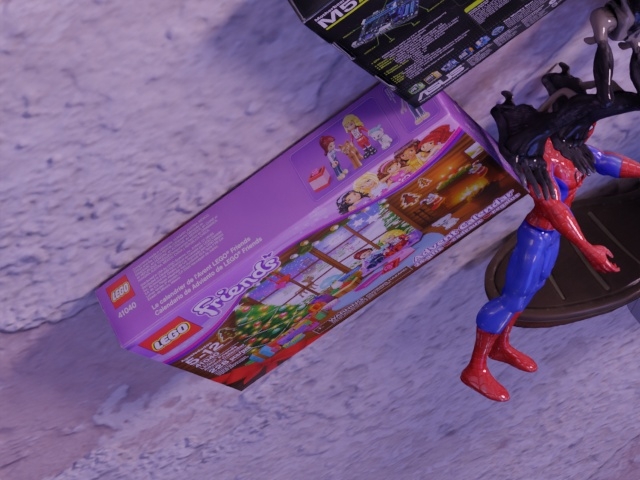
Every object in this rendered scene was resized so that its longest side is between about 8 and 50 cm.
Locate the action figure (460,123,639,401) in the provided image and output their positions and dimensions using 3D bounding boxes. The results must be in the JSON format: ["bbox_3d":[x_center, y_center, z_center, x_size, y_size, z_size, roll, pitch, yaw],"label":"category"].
[{"bbox_3d":[0.212,0.014,1.335,0.091,0.139,0.280,-39,144,-51],"label":"action figure"}]

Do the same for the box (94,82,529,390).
[{"bbox_3d":[0.000,0.000,1.230,0.293,0.057,0.201,-35,154,12],"label":"box"}]

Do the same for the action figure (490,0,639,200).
[{"bbox_3d":[0.253,-0.142,1.138,0.164,0.141,0.275,-15,154,-50],"label":"action figure"}]

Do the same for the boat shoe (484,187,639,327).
[{"bbox_3d":[0.292,0.010,1.506,0.307,0.110,0.104,-23,156,-11],"label":"boat shoe"}]

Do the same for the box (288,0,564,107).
[{"bbox_3d":[0.092,-0.175,1.015,0.191,0.045,0.184,-36,153,15],"label":"box"}]

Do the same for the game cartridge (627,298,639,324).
[{"bbox_3d":[0.448,-0.019,1.694,0.196,0.060,0.294,-15,152,-37],"label":"game cartridge"}]
